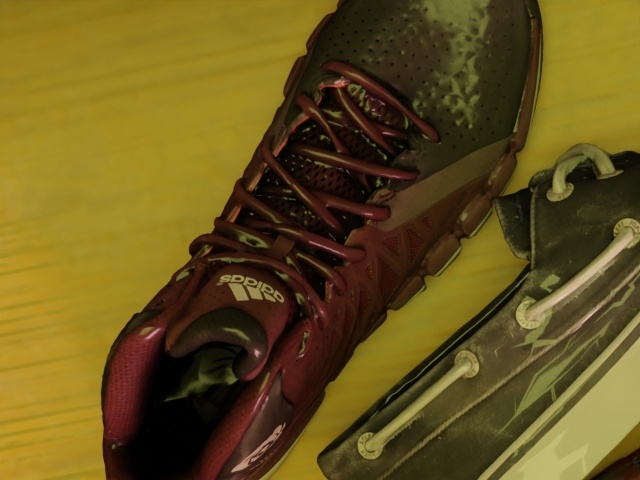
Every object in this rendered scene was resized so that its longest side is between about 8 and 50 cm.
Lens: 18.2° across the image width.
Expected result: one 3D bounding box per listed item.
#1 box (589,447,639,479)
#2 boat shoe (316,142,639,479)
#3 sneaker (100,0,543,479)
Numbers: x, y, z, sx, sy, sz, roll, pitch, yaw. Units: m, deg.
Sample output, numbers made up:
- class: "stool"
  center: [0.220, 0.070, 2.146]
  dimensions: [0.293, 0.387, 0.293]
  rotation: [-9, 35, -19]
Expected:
- class: "box"
  center: [0.191, 0.204, 0.806]
  dimensions: [0.122, 0.128, 0.257]
  rotation: [-36, 88, 9]
- class: "boat shoe"
  center: [0.118, 0.008, 0.822]
  dimensions: [0.102, 0.108, 0.301]
  rotation: [42, 102, 4]
- class: "sneaker"
  center: [0.000, 0.000, 0.802]
  dimensions: [0.106, 0.162, 0.281]
  rotation: [30, 96, 5]
